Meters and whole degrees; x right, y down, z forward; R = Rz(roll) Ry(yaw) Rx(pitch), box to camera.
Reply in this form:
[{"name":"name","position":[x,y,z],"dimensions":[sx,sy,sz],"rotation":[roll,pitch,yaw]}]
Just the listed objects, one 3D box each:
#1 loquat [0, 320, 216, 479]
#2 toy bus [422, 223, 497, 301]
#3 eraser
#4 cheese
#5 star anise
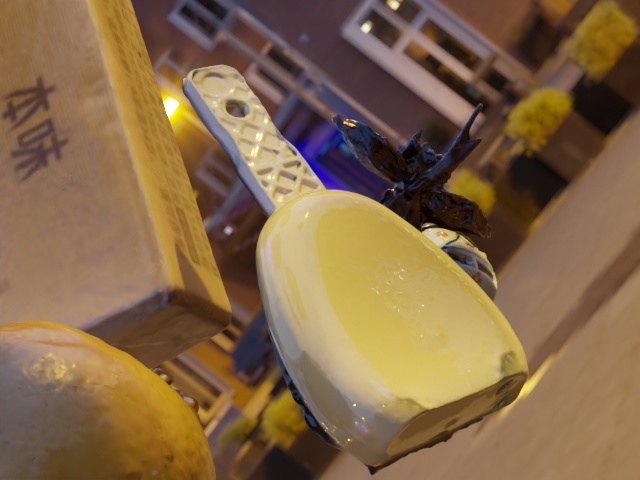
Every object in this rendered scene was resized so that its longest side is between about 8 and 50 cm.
[{"name":"loquat","position":[-0.138,0.121,0.647],"dimensions":[0.204,0.149,0.172],"rotation":[-26,-25,-27]},{"name":"toy bus","position":[0.088,0.084,1.301],"dimensions":[0.194,0.087,0.089],"rotation":[-60,28,6]},{"name":"eraser","position":[-0.172,-0.075,0.893],"dimensions":[0.144,0.343,0.078],"rotation":[-27,-25,15]},{"name":"cheese","position":[0.000,0.000,0.766],"dimensions":[0.127,0.251,0.054],"rotation":[-18,-27,-37]},{"name":"star anise","position":[0.086,-0.040,1.197],"dimensions":[0.144,0.158,0.141],"rotation":[-166,71,-73]}]
